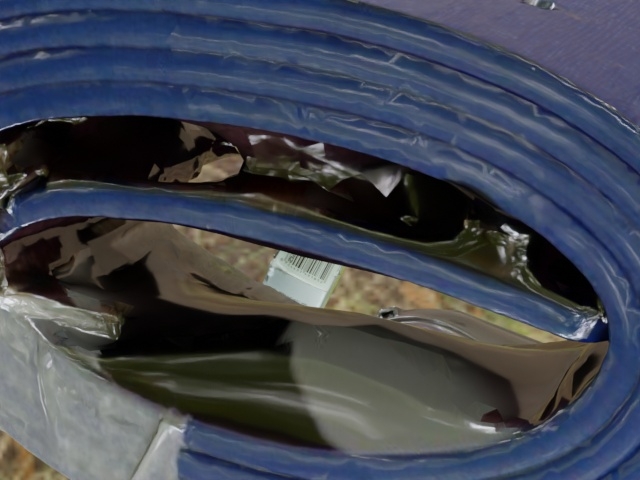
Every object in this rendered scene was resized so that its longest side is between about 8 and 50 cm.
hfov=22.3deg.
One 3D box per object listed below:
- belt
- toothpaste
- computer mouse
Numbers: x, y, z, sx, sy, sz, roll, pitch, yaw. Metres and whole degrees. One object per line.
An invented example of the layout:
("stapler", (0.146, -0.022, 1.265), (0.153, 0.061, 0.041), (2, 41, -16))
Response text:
("belt", (0.000, 0.000, 0.579), (0.347, 0.117, 0.212), (10, 114, 28))
("toothpaste", (0.018, -0.030, 1.653), (0.067, 0.336, 0.081), (26, 128, 2))
("computer mouse", (0.134, 0.109, 1.390), (0.120, 0.232, 0.057), (-15, 63, 43))
